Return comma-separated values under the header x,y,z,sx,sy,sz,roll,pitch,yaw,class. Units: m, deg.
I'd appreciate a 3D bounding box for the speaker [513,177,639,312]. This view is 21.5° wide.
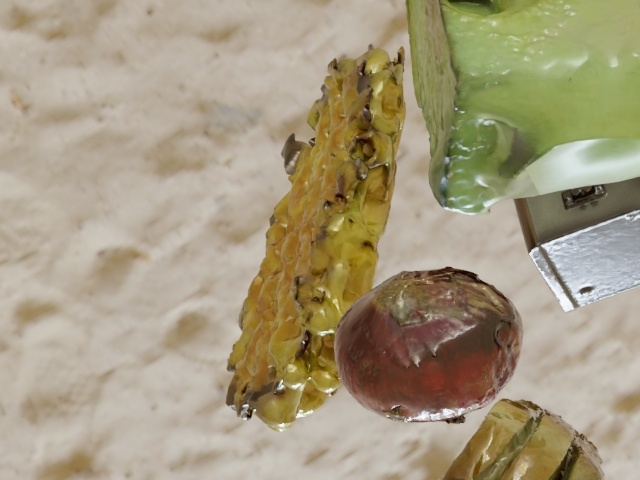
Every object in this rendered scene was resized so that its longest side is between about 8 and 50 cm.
x,y,z,sx,sy,sz,roll,pitch,yaw,class
0.295,-0.068,1.866,0.153,0.231,0.192,-20,144,14,speaker

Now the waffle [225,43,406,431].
x,y,z,sx,sy,sz,roll,pitch,yaw,class
0.000,0.000,1.637,0.095,0.379,0.382,14,81,-8,waffle

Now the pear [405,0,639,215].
x,y,z,sx,sy,sz,roll,pitch,yaw,class
0.206,-0.157,1.287,0.282,0.286,0.176,-8,141,-2,pear

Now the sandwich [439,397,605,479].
x,y,z,sx,sy,sz,roll,pitch,yaw,class
0.100,0.249,1.275,0.288,0.100,0.254,-54,172,6,sandwich

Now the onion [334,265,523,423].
x,y,z,sx,sy,sz,roll,pitch,yaw,class
0.061,0.061,0.944,0.107,0.107,0.097,-19,113,-18,onion
